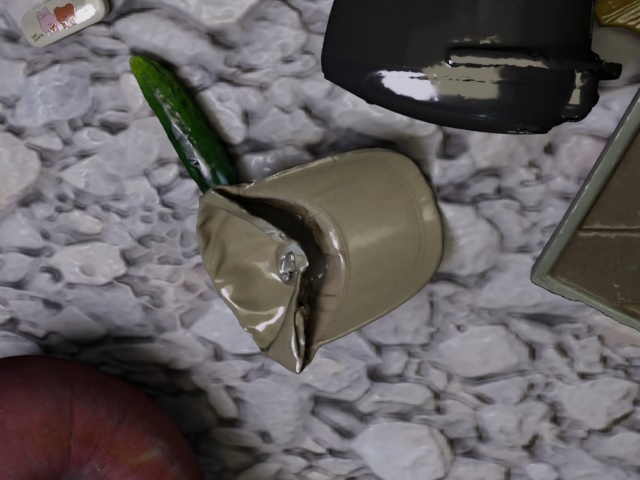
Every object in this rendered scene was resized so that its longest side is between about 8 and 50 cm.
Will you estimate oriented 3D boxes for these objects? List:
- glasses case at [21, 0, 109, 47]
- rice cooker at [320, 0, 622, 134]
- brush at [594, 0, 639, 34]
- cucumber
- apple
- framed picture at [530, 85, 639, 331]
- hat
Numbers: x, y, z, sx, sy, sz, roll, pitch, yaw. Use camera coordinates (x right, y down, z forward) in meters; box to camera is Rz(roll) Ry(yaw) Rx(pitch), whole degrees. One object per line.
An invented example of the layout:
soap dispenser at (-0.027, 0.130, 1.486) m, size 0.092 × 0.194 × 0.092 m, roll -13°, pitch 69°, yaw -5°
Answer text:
glasses case at (-0.215, -0.188, 0.702) m, size 0.083 × 0.021 × 0.032 m, roll -17°, pitch 107°, yaw 21°
rice cooker at (0.102, -0.136, 0.573) m, size 0.203 × 0.142 × 0.118 m, roll 8°, pitch 102°, yaw 14°
brush at (0.255, -0.129, 0.587) m, size 0.083 × 0.010 × 0.218 m, roll -25°, pitch 106°, yaw 32°
cucumber at (-0.108, -0.086, 0.706) m, size 0.039 × 0.039 × 0.167 m, roll -27°, pitch 100°, yaw 23°
apple at (-0.254, 0.254, 0.752) m, size 0.305 × 0.305 × 0.235 m, roll 46°, pitch 140°, yaw -5°
framed picture at (0.358, 0.007, 0.600) m, size 0.335 × 0.022 × 0.247 m, roll 26°, pitch 123°, yaw 6°
hat at (0.000, 0.000, 0.706) m, size 0.173 × 0.144 × 0.166 m, roll -27°, pitch 106°, yaw -22°
